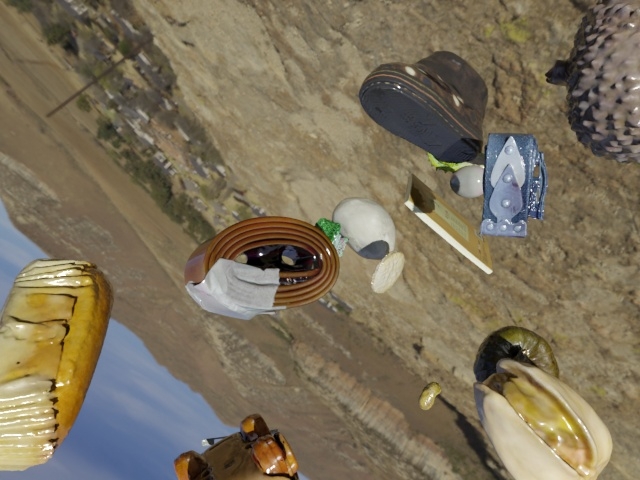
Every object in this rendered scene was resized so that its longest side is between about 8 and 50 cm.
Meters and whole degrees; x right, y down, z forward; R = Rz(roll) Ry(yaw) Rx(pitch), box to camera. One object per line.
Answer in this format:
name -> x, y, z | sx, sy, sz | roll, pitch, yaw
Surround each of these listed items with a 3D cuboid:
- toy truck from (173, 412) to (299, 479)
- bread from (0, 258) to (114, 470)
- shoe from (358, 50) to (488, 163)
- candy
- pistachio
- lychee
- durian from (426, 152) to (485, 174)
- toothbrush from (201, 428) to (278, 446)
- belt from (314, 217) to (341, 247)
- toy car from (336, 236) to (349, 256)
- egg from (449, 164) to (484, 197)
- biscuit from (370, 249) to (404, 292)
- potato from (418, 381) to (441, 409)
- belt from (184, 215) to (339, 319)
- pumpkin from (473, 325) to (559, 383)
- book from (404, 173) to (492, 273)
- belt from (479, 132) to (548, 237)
toy truck -> -0.145, 0.470, 0.836 | 0.288, 0.204, 0.211 | -4, 109, 65
bread -> -0.515, 0.212, 0.834 | 0.183, 0.388, 0.236 | 17, 143, -28
shoe -> 0.271, -0.366, 1.109 | 0.384, 0.237, 0.171 | 20, 161, -32
candy -> 0.166, -0.046, 1.616 | 0.295, 0.185, 0.295 | 42, 179, 1
pistachio -> 0.475, 0.407, 0.963 | 0.321, 0.229, 0.238 | 52, 165, -1
lychee -> 0.684, -0.334, 0.881 | 0.433, 0.380, 0.380 | 8, 148, 27
durian -> 0.475, -0.326, 1.654 | 0.375, 0.106, 0.132 | 31, 138, 17
toothbrush -> -0.194, 0.479, 1.087 | 0.195, 0.017, 0.014 | 5, 155, -31
belt -> 0.000, 0.000, 1.305 | 0.079, 0.151, 0.121 | 20, 145, 18
toy car -> 0.044, 0.016, 1.477 | 0.055, 0.069, 0.142 | 25, -170, 27
egg -> 0.473, -0.186, 1.412 | 0.103, 0.103, 0.135 | 50, 156, -26
biscuit -> 0.202, 0.094, 1.323 | 0.020, 0.152, 0.152 | 34, 161, 35
potato -> 0.328, 0.466, 1.344 | 0.045, 0.092, 0.046 | 35, 173, -14
belt -> -0.127, 0.063, 1.003 | 0.122, 0.339, 0.217 | -20, 76, 56
pumpkin -> 0.536, 0.334, 1.206 | 0.219, 0.219, 0.162 | 32, 158, 22
book -> 0.456, -0.068, 1.583 | 0.389, 0.269, 0.032 | 39, 120, -7
belt -> 0.413, -0.121, 0.948 | 0.129, 0.122, 0.218 | 5, 116, 25
